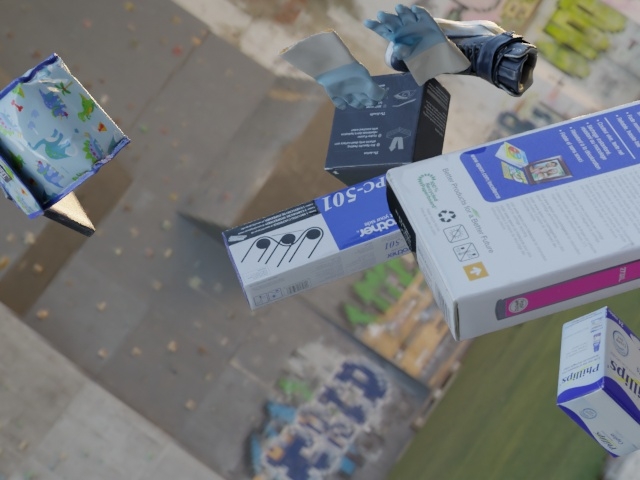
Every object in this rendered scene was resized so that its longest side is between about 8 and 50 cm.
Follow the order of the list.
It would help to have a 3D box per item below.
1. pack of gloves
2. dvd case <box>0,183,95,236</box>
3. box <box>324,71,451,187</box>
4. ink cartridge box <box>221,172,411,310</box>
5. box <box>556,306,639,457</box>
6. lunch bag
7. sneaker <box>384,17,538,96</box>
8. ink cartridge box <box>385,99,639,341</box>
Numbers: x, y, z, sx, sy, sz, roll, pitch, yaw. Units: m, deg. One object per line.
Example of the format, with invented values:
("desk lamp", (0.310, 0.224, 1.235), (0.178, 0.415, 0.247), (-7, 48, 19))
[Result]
("pack of gloves", (0.082, -0.231, 1.628), (0.195, 0.046, 0.232), (-22, -24, 19))
("dvd case", (-0.409, -0.107, 1.665), (0.018, 0.221, 0.164), (-43, -35, 11))
("box", (0.104, -0.168, 1.858), (0.093, 0.156, 0.158), (33, -118, -52))
("ink cartridge box", (0.000, 0.000, 1.381), (0.207, 0.097, 0.046), (-19, -45, -6))
("box", (0.365, 0.178, 1.515), (0.072, 0.126, 0.137), (-29, 31, 36))
("lunch bag", (-0.305, -0.103, 1.287), (0.151, 0.129, 0.096), (-29, 14, 37))
("sneaker", (0.228, -0.279, 1.854), (0.226, 0.163, 0.086), (-12, -54, -25))
("ink cartridge box", (0.261, -0.039, 1.086), (0.371, 0.175, 0.069), (-17, -44, -6))
